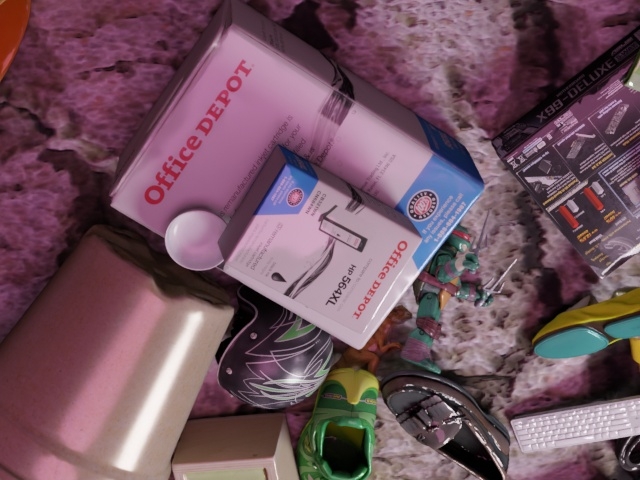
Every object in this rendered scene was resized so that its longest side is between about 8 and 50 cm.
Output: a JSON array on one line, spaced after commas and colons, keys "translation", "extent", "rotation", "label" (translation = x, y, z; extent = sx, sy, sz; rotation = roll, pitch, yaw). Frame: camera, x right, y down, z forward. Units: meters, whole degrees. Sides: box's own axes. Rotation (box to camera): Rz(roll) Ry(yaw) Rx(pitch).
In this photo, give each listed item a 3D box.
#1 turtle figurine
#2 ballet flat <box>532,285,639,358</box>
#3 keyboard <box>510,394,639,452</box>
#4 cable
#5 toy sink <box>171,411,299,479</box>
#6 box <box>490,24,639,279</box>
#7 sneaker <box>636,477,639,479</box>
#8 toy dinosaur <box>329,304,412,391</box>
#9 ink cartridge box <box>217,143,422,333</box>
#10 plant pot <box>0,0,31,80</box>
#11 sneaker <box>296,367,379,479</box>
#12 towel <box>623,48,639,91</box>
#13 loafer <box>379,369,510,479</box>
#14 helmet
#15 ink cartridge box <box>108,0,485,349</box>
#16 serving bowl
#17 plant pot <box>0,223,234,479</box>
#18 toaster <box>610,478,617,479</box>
[{"translation": [0.180, 0.066, 1.866], "extent": [0.118, 0.175, 0.234], "rotation": [22, 87, 27], "label": "turtle figurine"}, {"translation": [0.404, 0.110, 1.913], "extent": [0.077, 0.077, 0.231], "rotation": [34, 143, -31], "label": "ballet flat"}, {"translation": [0.415, 0.270, 1.993], "extent": [0.256, 0.014, 0.072], "rotation": [-12, 119, 18], "label": "keyboard"}, {"translation": [0.510, 0.214, 2.005], "extent": [0.139, 0.072, 0.287], "rotation": [-8, 128, -16], "label": "cable"}, {"translation": [-0.113, 0.387, 1.963], "extent": [0.152, 0.131, 0.234], "rotation": [-5, 115, 9], "label": "toy sink"}, {"translation": [0.427, -0.131, 1.818], "extent": [0.307, 0.076, 0.242], "rotation": [-39, 111, 12], "label": "box"}, {"translation": [0.594, 0.412, 2.070], "extent": [0.232, 0.081, 0.090], "rotation": [33, 114, -16], "label": "sneaker"}, {"translation": [0.054, 0.176, 1.944], "extent": [0.211, 0.064, 0.112], "rotation": [-37, 91, 4], "label": "toy dinosaur"}, {"translation": [0.000, 0.000, 1.641], "extent": [0.203, 0.086, 0.148], "rotation": [28, 101, -19], "label": "ink cartridge box"}, {"translation": [-0.487, -0.264, 1.635], "extent": [0.188, 0.205, 0.205], "rotation": [31, 109, 0], "label": "plant pot"}, {"translation": [0.019, 0.308, 1.933], "extent": [0.109, 0.124, 0.296], "rotation": [8, 134, 1], "label": "sneaker"}, {"translation": [0.480, -0.222, 1.727], "extent": [0.152, 0.023, 0.113], "rotation": [18, 109, -12], "label": "towel"}, {"translation": [0.190, 0.272, 1.933], "extent": [0.096, 0.084, 0.267], "rotation": [-33, 132, 29], "label": "loafer"}, {"translation": [-0.066, 0.152, 1.844], "extent": [0.169, 0.161, 0.169], "rotation": [-9, 128, -12], "label": "helmet"}, {"translation": [-0.034, -0.088, 1.751], "extent": [0.395, 0.166, 0.285], "rotation": [31, 109, -17], "label": "ink cartridge box"}, {"translation": [-0.152, -0.005, 1.676], "extent": [0.083, 0.027, 0.083], "rotation": [0, 116, -1], "label": "serving bowl"}, {"translation": [-0.282, 0.159, 1.786], "extent": [0.333, 0.334, 0.305], "rotation": [29, 97, -16], "label": "plant pot"}, {"translation": [0.418, 0.482, 2.062], "extent": [0.146, 0.129, 0.227], "rotation": [-20, 115, 7], "label": "toaster"}]
